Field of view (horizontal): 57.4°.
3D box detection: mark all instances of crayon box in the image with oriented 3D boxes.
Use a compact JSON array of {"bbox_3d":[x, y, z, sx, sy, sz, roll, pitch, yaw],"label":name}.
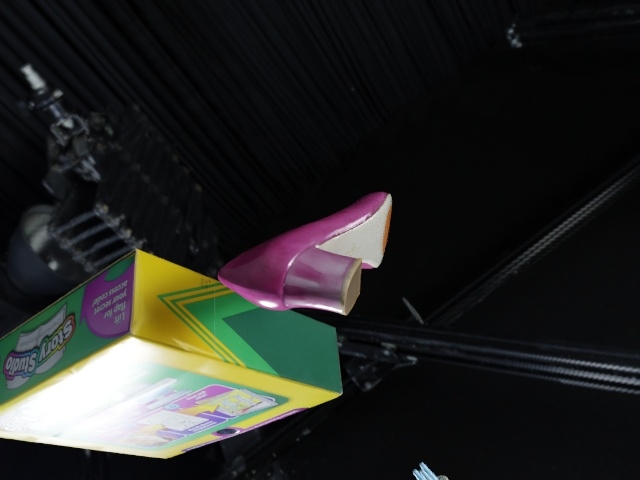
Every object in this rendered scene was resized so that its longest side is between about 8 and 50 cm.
[{"bbox_3d":[-0.210,0.171,0.742,0.362,0.313,0.106,-28,-129,30],"label":"crayon box"}]

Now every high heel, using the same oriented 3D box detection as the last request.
[{"bbox_3d":[0.000,0.000,0.583,0.117,0.082,0.244,11,-151,15],"label":"high heel"}]

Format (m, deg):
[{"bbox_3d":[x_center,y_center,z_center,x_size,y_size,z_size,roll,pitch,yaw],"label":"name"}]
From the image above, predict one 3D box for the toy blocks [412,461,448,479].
[{"bbox_3d":[0.197,0.445,0.940,0.054,0.148,0.123,-37,-175,28],"label":"toy blocks"}]
